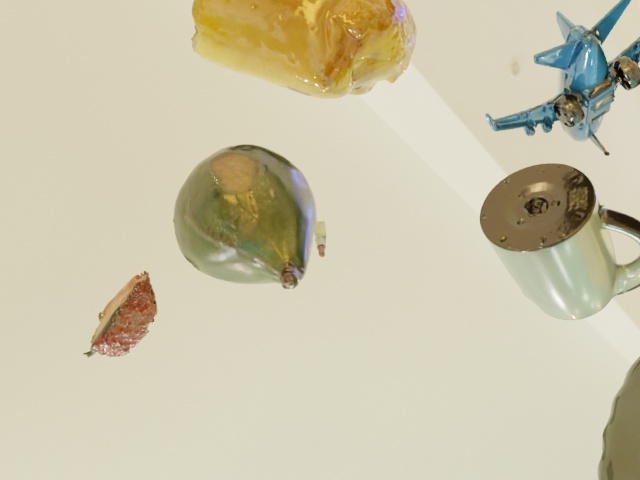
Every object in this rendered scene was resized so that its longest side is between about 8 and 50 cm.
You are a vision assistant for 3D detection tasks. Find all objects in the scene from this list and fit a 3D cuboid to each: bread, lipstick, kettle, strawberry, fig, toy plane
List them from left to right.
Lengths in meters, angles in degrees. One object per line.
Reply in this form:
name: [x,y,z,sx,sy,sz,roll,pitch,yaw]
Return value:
strawberry: [-0.366,0.150,1.060,0.085,0.140,0.192,36,-104,-21]
fig: [-0.086,-0.013,0.745,0.195,0.245,0.195,-28,-32,-19]
bread: [-0.007,-0.430,1.113,0.361,0.394,0.250,-32,-38,-62]
lipstick: [0.001,0.000,1.437,0.030,0.129,0.030,-3,-52,-1]
kettle: [0.388,0.014,0.854,0.236,0.221,0.161,49,-135,-38]
toy plane: [0.346,-0.196,0.738,0.254,0.105,0.271,-33,-35,11]

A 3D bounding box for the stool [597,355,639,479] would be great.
stool: [0.328,0.180,0.265,0.330,0.297,0.297,41,-101,-25]
